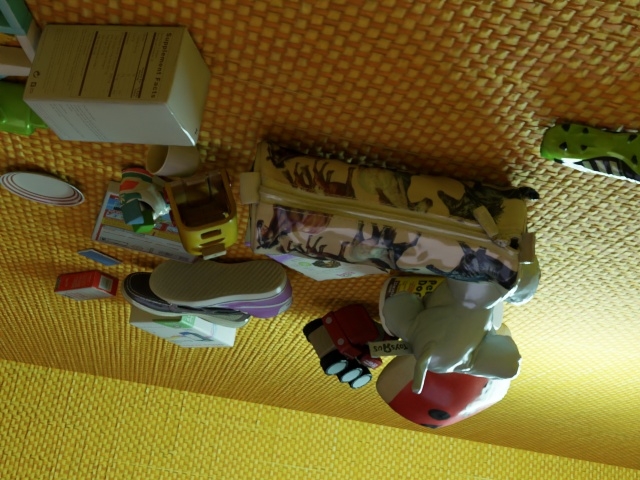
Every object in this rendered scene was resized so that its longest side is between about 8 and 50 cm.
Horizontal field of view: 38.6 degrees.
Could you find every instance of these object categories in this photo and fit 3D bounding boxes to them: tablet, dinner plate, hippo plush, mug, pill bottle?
[{"bbox_3d":[-0.462,0.035,1.917,0.054,0.006,0.083,-8,154,39],"label":"tablet"},{"bbox_3d":[-0.471,-0.092,1.554,0.141,0.017,0.141,8,160,3],"label":"dinner plate"},{"bbox_3d":[0.223,0.083,1.493,0.294,0.236,0.234,5,-156,-41],"label":"hippo plush"},{"bbox_3d":[-0.212,-0.120,1.322,0.064,0.062,0.078,13,-175,-39],"label":"mug"},{"bbox_3d":[0.226,0.123,1.710,0.215,0.117,0.117,-2,158,27],"label":"pill bottle"}]

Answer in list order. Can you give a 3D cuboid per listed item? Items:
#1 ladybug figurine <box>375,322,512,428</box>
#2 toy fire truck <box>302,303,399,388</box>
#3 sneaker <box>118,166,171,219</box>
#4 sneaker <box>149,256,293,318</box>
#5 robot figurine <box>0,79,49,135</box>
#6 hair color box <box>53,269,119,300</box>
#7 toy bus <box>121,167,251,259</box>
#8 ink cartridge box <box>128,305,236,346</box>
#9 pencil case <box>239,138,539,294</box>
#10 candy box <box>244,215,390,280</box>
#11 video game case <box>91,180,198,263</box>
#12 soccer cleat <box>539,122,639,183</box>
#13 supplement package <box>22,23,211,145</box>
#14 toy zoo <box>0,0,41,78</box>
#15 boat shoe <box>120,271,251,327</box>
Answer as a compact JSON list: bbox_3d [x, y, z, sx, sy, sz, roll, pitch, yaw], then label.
[{"bbox_3d":[0.273,0.288,1.903,0.305,0.161,0.449,-26,164,7],"label":"ladybug figurine"},{"bbox_3d":[0.124,0.213,2.009,0.246,0.158,0.217,-36,148,9],"label":"toy fire truck"},{"bbox_3d":[-0.254,-0.058,1.470,0.161,0.075,0.057,24,155,-36],"label":"sneaker"},{"bbox_3d":[-0.194,0.111,1.847,0.282,0.102,0.161,3,154,11],"label":"sneaker"},{"bbox_3d":[-0.417,-0.178,1.218,0.115,0.067,0.101,10,-176,-6],"label":"robot figurine"},{"bbox_3d":[-0.532,0.103,2.077,0.141,0.043,0.072,-9,154,37],"label":"hair color box"},{"bbox_3d":[-0.172,-0.027,1.372,0.191,0.104,0.202,-30,160,35],"label":"toy bus"},{"bbox_3d":[-0.314,0.179,2.126,0.154,0.093,0.212,-4,159,29],"label":"ink cartridge box"},{"bbox_3d":[0.089,-0.032,1.275,0.411,0.159,0.183,10,168,-3],"label":"pencil case"},{"bbox_3d":[0.000,0.000,1.534,0.165,0.070,0.196,-9,153,39],"label":"candy box"},{"bbox_3d":[-0.298,-0.026,1.652,0.204,0.025,0.285,14,160,-15],"label":"video game case"},{"bbox_3d":[0.360,-0.104,1.130,0.179,0.060,0.072,15,170,1],"label":"soccer cleat"},{"bbox_3d":[-0.235,-0.182,1.077,0.179,0.105,0.105,4,159,13],"label":"supplement package"},{"bbox_3d":[-0.428,-0.262,1.047,0.193,0.030,0.293,7,160,3],"label":"toy zoo"},{"bbox_3d":[-0.271,0.110,1.921,0.285,0.102,0.092,17,141,-16],"label":"boat shoe"}]
